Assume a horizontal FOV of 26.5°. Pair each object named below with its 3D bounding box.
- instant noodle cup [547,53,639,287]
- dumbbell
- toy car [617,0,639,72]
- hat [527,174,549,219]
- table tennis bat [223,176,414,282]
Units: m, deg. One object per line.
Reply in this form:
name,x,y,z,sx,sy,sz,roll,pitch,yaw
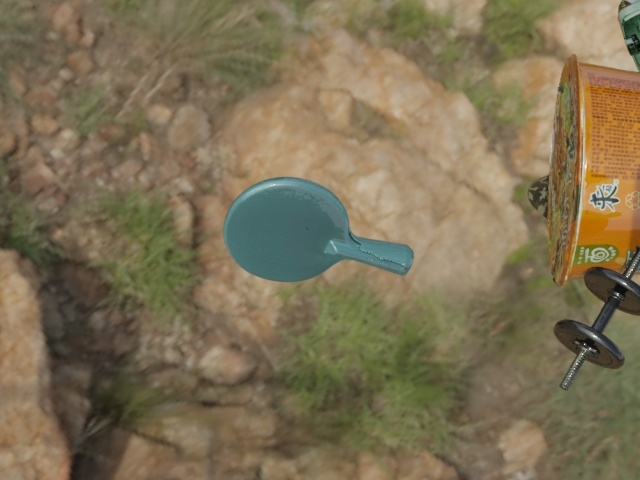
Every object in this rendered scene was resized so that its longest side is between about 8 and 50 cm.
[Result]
instant noodle cup,0.323,-0.065,1.320,0.182,0.230,0.230,2,57,3
dumbbell,0.247,0.068,1.184,0.069,0.069,0.147,38,75,-18
toy car,0.443,-0.252,1.741,0.224,0.090,0.076,44,30,-55
hat,0.290,-0.038,1.549,0.121,0.121,0.050,29,51,-25
table tennis bat,0.000,0.000,1.379,0.201,0.124,0.033,14,33,-15
